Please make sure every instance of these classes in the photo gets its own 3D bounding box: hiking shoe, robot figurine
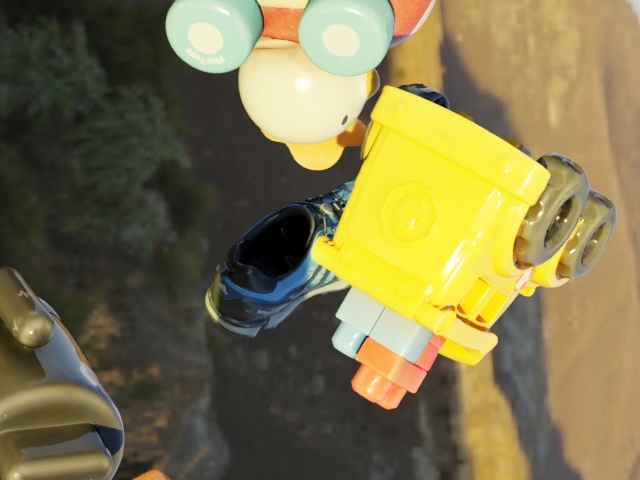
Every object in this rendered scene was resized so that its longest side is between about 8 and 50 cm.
[{"bbox_3d":[0.000,0.000,1.891,0.304,0.113,0.132,-38,161,-29],"label":"hiking shoe"},{"bbox_3d":[-0.286,0.155,1.458,0.173,0.209,0.278,44,4,-43],"label":"robot figurine"}]

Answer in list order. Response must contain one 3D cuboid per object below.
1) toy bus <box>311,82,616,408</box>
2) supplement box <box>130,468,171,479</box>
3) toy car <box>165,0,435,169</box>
[{"bbox_3d":[0.091,0.020,1.139,0.211,0.149,0.220,-62,154,1],"label":"toy bus"},{"bbox_3d":[-0.110,0.259,0.988,0.080,0.078,0.233,-26,134,-37],"label":"supplement box"},{"bbox_3d":[0.004,-0.160,1.362,0.219,0.210,0.238,-68,155,-46],"label":"toy car"}]
